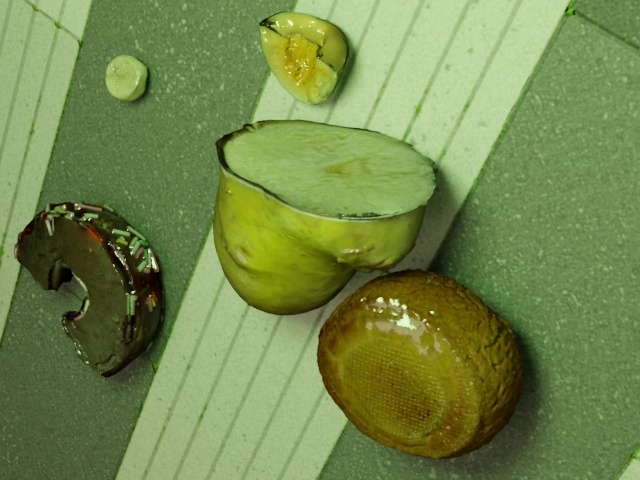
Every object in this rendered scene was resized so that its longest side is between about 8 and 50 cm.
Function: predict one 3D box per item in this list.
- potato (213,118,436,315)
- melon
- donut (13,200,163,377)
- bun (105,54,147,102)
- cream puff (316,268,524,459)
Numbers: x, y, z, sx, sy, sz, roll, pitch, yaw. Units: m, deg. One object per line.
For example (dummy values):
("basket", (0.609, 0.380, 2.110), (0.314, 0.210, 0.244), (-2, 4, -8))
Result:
("potato", (0.000, 0.000, 1.546), (0.397, 0.290, 0.296), (26, 127, 36))
("melon", (-0.017, -0.281, 1.584), (0.160, 0.079, 0.128), (35, 140, 21))
("donut", (-0.423, 0.061, 1.943), (0.345, 0.136, 0.259), (48, 124, 12))
("bun", (-0.341, -0.288, 1.821), (0.086, 0.055, 0.086), (2, 96, 25))
("cream puff", (0.157, 0.176, 1.518), (0.303, 0.212, 0.303), (12, 118, 25))
